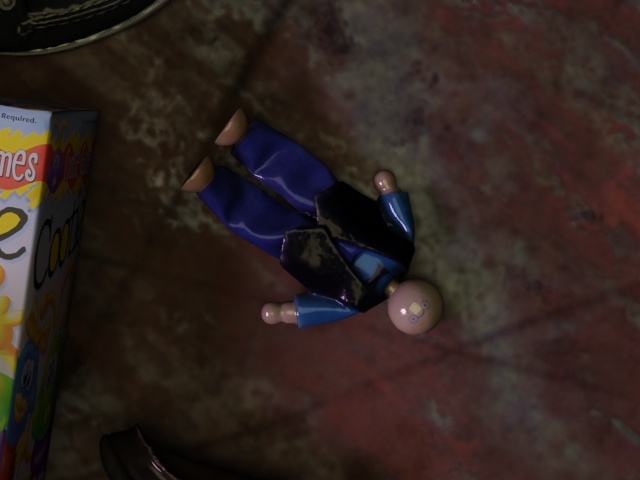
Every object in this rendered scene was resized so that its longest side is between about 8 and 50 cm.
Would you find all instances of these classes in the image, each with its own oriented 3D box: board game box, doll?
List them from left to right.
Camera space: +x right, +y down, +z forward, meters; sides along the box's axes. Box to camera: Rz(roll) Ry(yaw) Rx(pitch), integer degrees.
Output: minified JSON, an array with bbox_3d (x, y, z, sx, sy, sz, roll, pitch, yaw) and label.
[{"bbox_3d":[-0.242,0.041,1.057,0.144,0.142,0.275,9,95,3],"label":"board game box"},{"bbox_3d":[0.000,0.000,1.086,0.189,0.046,0.129,36,87,-6],"label":"doll"}]

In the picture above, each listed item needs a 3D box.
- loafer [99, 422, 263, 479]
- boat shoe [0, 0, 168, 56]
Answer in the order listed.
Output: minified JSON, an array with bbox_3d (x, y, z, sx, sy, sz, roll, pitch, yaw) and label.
[{"bbox_3d":[-0.050,0.187,1.096,0.220,0.080,0.078,40,86,-5],"label":"loafer"},{"bbox_3d":[-0.240,-0.170,1.066,0.302,0.091,0.114,-8,94,5],"label":"boat shoe"}]
